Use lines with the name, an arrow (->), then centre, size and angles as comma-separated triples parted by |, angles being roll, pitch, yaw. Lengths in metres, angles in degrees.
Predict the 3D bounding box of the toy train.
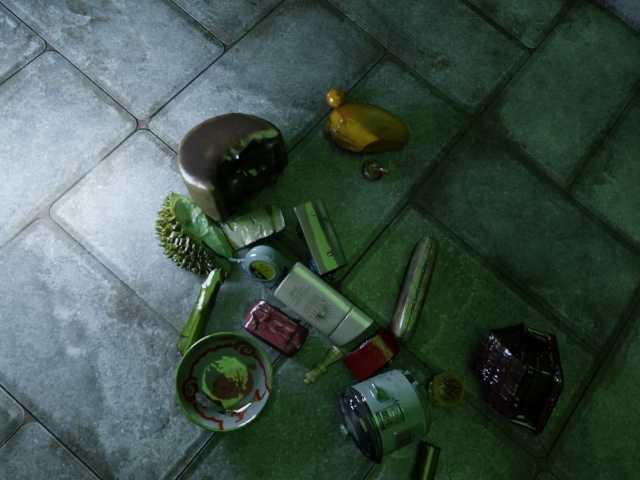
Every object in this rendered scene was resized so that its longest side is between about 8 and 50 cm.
toy train -> 0.000, 0.000, 1.793 | 0.131, 0.202, 0.300 | -20, 80, -11

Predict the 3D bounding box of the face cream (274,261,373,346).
face cream -> 0.008, 0.244, 1.766 | 0.348, 0.081, 0.173 | 38, 113, 3

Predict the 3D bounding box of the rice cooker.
rice cooker -> 0.204, 0.584, 1.629 | 0.316, 0.317, 0.264 | -23, 37, -14

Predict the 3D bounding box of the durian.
durian -> -0.474, -0.004, 1.798 | 0.394, 0.163, 0.198 | 45, 35, 1

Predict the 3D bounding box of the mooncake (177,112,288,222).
mooncake -> -0.311, -0.274, 1.792 | 0.394, 0.246, 0.393 | -8, 61, -6

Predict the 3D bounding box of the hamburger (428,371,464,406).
hamburger -> 0.457, 0.544, 1.772 | 0.141, 0.081, 0.126 | 7, 74, -7

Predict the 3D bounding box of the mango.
mango -> 0.203, -0.450, 1.960 | 0.350, 0.201, 0.199 | 3, 103, -16

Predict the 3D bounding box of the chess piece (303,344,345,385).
chess piece -> 0.008, 0.455, 1.747 | 0.172, 0.060, 0.060 | -43, 84, -14

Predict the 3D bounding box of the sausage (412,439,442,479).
sausage -> 0.338, 0.888, 1.663 | 0.082, 0.082, 0.371 | 20, 74, -2

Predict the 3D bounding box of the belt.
belt -> 0.187, 0.413, 1.726 | 0.201, 0.128, 0.124 | -41, 82, 17

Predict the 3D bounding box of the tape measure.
tape measure -> -0.268, 0.042, 1.733 | 0.330, 0.164, 0.084 | 37, 33, -16

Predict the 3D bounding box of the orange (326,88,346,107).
orange -> 0.066, -0.599, 2.037 | 0.083, 0.070, 0.083 | 4, 74, -12

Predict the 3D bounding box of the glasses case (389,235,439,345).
glasses case -> 0.351, 0.184, 1.817 | 0.098, 0.156, 0.425 | 20, 73, -1

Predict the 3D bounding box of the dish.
dish -> -0.322, 0.475, 1.661 | 0.324, 0.124, 0.324 | 1, 82, -6

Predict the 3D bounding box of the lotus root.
lotus root -> -0.237, -0.051, 1.801 | 0.235, 0.138, 0.119 | -25, 85, 5

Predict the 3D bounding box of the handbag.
handbag -> -0.156, 0.309, 1.716 | 0.225, 0.146, 0.135 | 33, 78, 1

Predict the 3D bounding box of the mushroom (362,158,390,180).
mushroom -> 0.227, -0.277, 1.966 | 0.129, 0.073, 0.088 | 29, 53, 35

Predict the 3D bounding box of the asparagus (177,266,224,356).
asparagus -> -0.422, 0.254, 1.724 | 0.082, 0.085, 0.343 | 21, 74, -16

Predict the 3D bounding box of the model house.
model house -> 0.697, 0.483, 1.783 | 0.282, 0.297, 0.317 | 17, 110, 6
